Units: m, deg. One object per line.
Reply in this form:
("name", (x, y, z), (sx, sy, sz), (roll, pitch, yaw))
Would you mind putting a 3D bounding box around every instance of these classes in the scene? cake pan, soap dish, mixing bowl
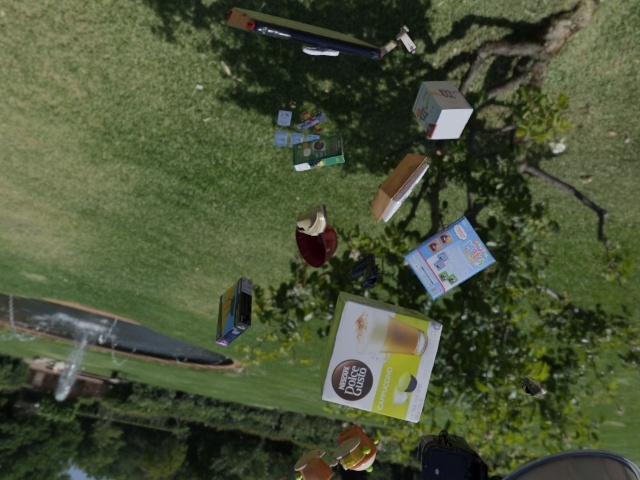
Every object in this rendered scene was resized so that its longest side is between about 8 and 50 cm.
("cake pan", (0.439, 0.488, 0.808), (0.293, 0.054, 0.293), (-2, 119, -3))
("soap dish", (0.348, -0.241, 2.060), (0.118, 0.291, 0.229), (38, 156, 8))
("mixing bowl", (0.000, 0.000, 1.660), (0.098, 0.181, 0.181), (-21, 175, -32))

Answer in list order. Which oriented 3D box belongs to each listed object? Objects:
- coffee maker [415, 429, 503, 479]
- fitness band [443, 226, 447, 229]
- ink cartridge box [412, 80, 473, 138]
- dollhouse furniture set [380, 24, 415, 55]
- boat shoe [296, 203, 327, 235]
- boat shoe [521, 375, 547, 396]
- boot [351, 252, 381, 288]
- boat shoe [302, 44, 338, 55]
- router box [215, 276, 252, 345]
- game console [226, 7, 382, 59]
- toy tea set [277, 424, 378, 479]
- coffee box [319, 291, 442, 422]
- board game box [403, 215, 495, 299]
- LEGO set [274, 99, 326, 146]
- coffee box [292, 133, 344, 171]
("coffee maker", (0.302, 0.505, 1.009), (0.171, 0.120, 0.178), (31, 173, 15))
("fitness band", (0.553, 0.056, 2.159), (0.054, 0.291, 0.209), (24, 131, 17))
("ink cartridge box", (0.436, -0.474, 1.647), (0.127, 0.176, 0.128), (-6, 142, -16))
("dollhouse furniture set", (0.272, -0.672, 1.593), (0.114, 0.091, 0.081), (-30, 120, 30))
("boat shoe", (-0.029, -0.050, 1.239), (0.072, 0.068, 0.190), (1, 164, -10))
("boat shoe", (0.675, 0.473, 1.470), (0.049, 0.056, 0.152), (-30, 165, -2))
("boot", (0.138, 0.106, 1.405), (0.045, 0.099, 0.121), (22, 128, -23))
("boat shoe", (0.003, -0.714, 1.684), (0.142, 0.049, 0.040), (-5, 137, -20))
("router box", (-0.270, 0.222, 1.430), (0.046, 0.179, 0.133), (30, 125, -30))
("game console", (-0.057, -0.590, 1.316), (0.387, 0.342, 0.060), (1, 121, -24))
("toy tea set", (0.020, 0.645, 1.250), (0.336, 0.124, 0.200), (-36, 172, 12))
("coffee box", (0.192, 0.393, 1.627), (0.334, 0.337, 0.338), (14, 178, -1))
("board game box", (0.379, 0.052, 1.350), (0.211, 0.160, 0.039), (-34, 180, 9))
("LEGO set", (-0.082, -0.444, 1.805), (0.182, 0.060, 0.244), (5, 148, -10))
("coffee box", (-0.008, -0.312, 1.629), (0.184, 0.113, 0.040), (-11, 143, 10))
